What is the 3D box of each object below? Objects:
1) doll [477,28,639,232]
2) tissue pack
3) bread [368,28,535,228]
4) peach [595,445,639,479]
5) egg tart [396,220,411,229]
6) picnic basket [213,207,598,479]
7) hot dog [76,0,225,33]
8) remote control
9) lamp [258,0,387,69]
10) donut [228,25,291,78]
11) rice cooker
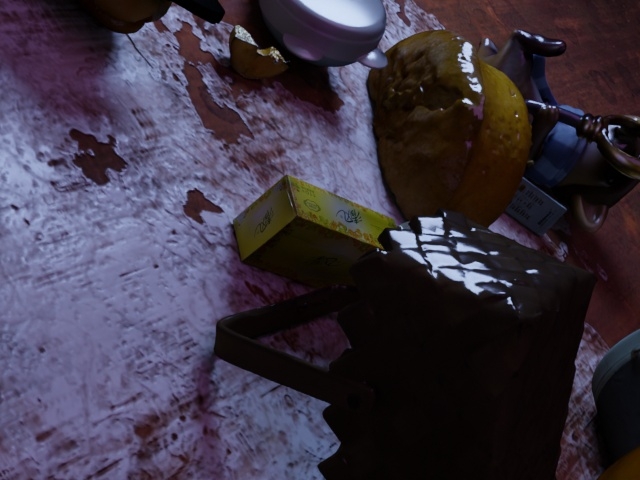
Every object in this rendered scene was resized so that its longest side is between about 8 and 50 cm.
[{"bbox_3d":[0.386,-0.191,1.923,0.339,0.209,0.318,39,20,-10],"label":"doll"},{"bbox_3d":[0.000,0.000,1.325,0.176,0.095,0.062,21,43,-42],"label":"tissue pack"},{"bbox_3d":[0.194,-0.167,1.675,0.194,0.179,0.340,30,37,-33],"label":"bread"},{"bbox_3d":[0.438,0.374,1.297,0.343,0.342,0.301,62,13,17],"label":"peach"},{"bbox_3d":[0.209,0.087,1.489,0.315,0.120,0.315,34,35,-29],"label":"egg tart"},{"bbox_3d":[0.084,0.115,1.167,0.321,0.291,0.254,18,19,32],"label":"picnic basket"},{"bbox_3d":[-0.260,-0.341,1.337,0.326,0.107,0.194,54,20,23],"label":"hot dog"},{"bbox_3d":[0.313,-0.065,1.845,0.162,0.061,0.029,33,17,-29],"label":"remote control"},{"bbox_3d":[-0.008,-0.327,1.642,0.179,0.108,0.246,5,50,-34],"label":"lamp"},{"bbox_3d":[-0.081,-0.241,1.505,0.083,0.067,0.038,-10,41,-20],"label":"donut"},{"bbox_3d":[0.517,0.250,1.584,0.288,0.288,0.277,28,37,-34],"label":"rice cooker"}]
